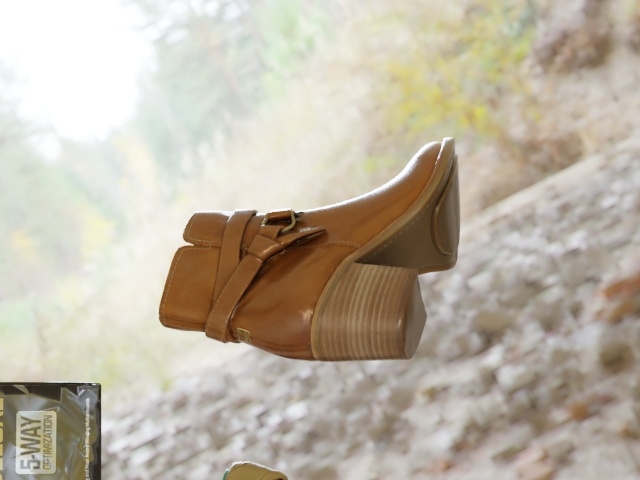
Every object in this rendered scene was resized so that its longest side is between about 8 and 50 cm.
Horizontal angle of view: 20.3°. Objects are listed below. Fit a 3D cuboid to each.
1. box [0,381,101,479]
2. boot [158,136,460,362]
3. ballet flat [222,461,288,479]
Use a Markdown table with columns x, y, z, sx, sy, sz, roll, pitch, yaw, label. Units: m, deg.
| x | y | z | sx | sy | sz | roll | pitch | yaw | label |
| --- | --- | --- | --- | --- | --- | --- | --- | --- | --- |
| -0.348 | 0.302 | 1.856 | 0.242 | 0.308 | 0.076 | 1 | -10 | -8 | box |
| 0.000 | 0.000 | 1.540 | 0.220 | 0.109 | 0.283 | 5 | 44 | 18 | boot |
| -0.086 | 0.334 | 1.833 | 0.073 | 0.232 | 0.080 | 0 | -28 | 26 | ballet flat |
